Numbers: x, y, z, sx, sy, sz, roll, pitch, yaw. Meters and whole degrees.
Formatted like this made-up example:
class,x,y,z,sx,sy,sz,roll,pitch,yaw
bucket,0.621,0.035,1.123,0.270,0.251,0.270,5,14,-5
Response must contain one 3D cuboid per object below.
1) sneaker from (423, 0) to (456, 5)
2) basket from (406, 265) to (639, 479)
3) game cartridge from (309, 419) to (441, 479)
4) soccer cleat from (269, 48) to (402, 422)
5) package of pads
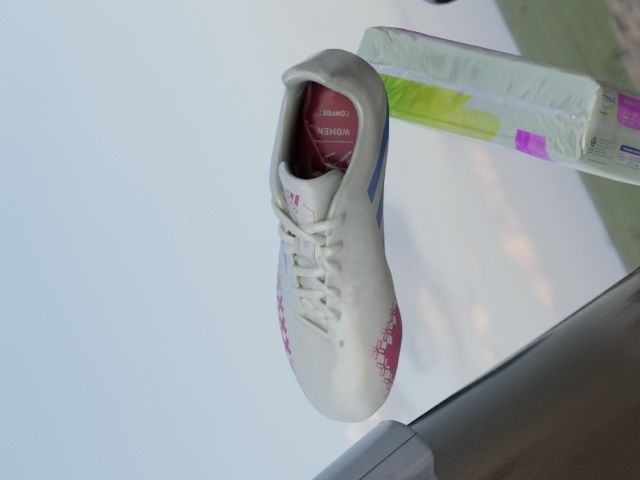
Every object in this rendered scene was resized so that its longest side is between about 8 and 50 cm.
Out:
class,x,y,z,sx,sy,sz,roll,pitch,yaw
sneaker,0.192,-0.296,1.685,0.146,0.122,0.330,47,158,4
basket,0.182,0.138,1.150,0.204,0.227,0.154,43,-170,-32
game cartridge,-0.023,0.226,0.824,0.062,0.198,0.297,45,156,29
soccer cleat,0.000,0.000,1.440,0.143,0.116,0.331,-13,-79,-70
package of pads,0.208,-0.144,1.769,0.229,0.297,0.101,7,-80,-56
